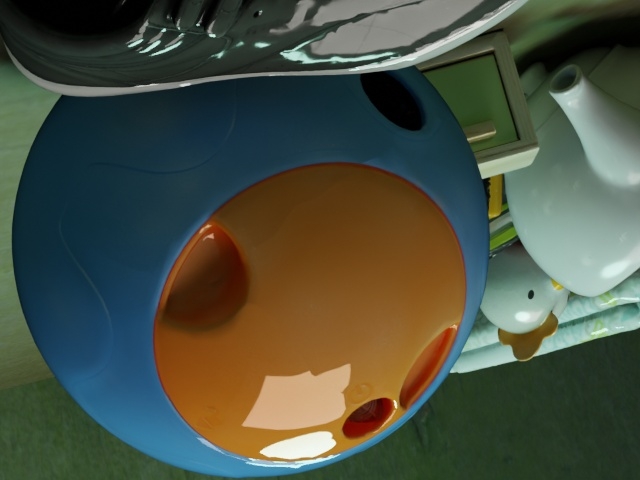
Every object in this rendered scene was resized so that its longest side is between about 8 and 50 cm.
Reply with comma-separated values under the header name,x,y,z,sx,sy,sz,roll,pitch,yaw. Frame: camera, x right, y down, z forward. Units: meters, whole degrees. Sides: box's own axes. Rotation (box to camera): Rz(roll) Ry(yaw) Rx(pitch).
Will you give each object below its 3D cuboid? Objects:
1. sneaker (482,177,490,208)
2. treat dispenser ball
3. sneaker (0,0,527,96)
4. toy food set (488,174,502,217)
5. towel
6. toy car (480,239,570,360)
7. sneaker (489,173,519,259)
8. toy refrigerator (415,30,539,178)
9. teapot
name,x,y,z,sx,sy,sz,roll,pitch,yaw
sneaker,0.100,-0.072,1.384,0.086,0.085,0.237,-6,158,24
treat dispenser ball,-0.041,0.000,0.919,0.288,0.288,0.288,-15,173,-2
sneaker,-0.018,-0.129,0.687,0.296,0.104,0.147,-11,178,3
toy food set,0.065,-0.073,1.511,0.232,0.104,0.111,1,-170,9
towel,0.336,0.013,1.965,0.374,0.090,0.320,-20,-147,35
toy car,0.253,0.022,1.788,0.219,0.238,0.210,3,166,-38
sneaker,0.229,-0.086,1.611,0.300,0.121,0.111,-33,177,-15
toy refrigerator,0.032,-0.080,1.222,0.270,0.102,0.094,-15,173,1
teapot,0.251,-0.087,1.357,0.252,0.187,0.256,-45,177,-42
